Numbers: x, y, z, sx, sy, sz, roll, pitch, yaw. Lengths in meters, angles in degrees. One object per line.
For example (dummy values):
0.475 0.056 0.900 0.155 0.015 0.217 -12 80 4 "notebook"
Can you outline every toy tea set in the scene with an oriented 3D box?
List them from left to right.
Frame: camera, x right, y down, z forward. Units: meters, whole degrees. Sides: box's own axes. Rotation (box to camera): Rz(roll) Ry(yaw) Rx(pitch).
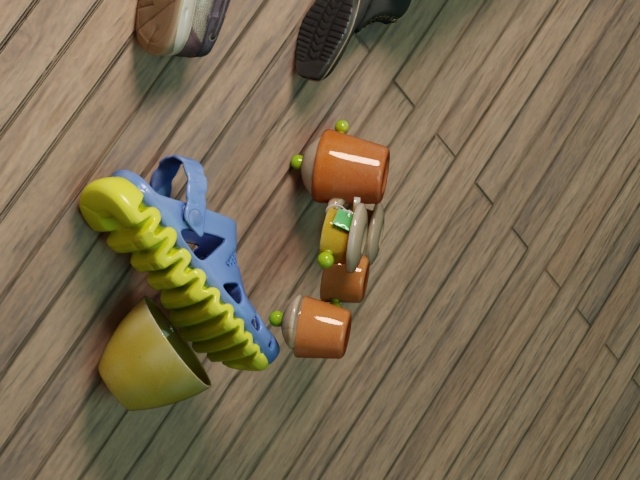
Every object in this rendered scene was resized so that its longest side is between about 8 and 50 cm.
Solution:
0.000 0.000 1.802 0.336 0.124 0.200 -68 166 -55 "toy tea set"

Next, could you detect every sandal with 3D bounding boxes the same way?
-0.138 0.022 1.701 0.138 0.126 0.317 -50 119 -32 "sandal"

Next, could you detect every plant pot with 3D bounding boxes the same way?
-0.208 0.148 1.716 0.095 0.134 0.134 -36 130 0 "plant pot"

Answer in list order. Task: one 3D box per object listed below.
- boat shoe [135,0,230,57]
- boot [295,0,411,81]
-0.127 -0.342 1.626 0.092 0.103 0.285 5 105 -49 "boat shoe"
0.054 -0.278 1.839 0.137 0.077 0.198 25 88 -50 "boot"
